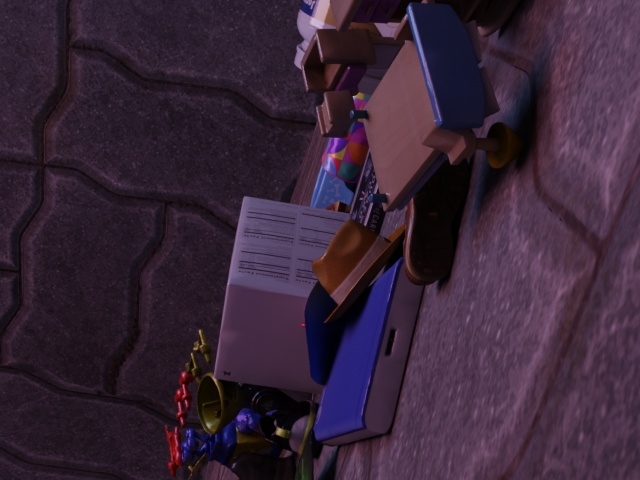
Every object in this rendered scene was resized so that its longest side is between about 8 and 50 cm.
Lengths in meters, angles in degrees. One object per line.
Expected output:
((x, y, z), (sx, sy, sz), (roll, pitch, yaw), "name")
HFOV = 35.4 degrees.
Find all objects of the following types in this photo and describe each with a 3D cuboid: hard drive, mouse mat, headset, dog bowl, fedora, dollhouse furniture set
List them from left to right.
((-0.152, 0.348, 2.025), (0.243, 0.185, 0.394), (116, 152, -60), "headset")
((-0.024, 0.383, 1.430), (0.152, 0.007, 0.189), (106, 166, -47), "mouse mat")
((0.050, -0.175, 2.145), (0.166, 0.074, 0.297), (-102, 29, -77), "dog bowl")
((0.041, 0.028, 1.404), (0.194, 0.079, 0.194), (-51, 0, 0), "fedora")
((0.058, 0.158, 1.324), (0.318, 0.040, 0.210), (126, 159, -72), "hard drive")
((0.135, -0.155, 1.107), (0.286, 0.198, 0.303), (123, 140, -57), "dollhouse furniture set")

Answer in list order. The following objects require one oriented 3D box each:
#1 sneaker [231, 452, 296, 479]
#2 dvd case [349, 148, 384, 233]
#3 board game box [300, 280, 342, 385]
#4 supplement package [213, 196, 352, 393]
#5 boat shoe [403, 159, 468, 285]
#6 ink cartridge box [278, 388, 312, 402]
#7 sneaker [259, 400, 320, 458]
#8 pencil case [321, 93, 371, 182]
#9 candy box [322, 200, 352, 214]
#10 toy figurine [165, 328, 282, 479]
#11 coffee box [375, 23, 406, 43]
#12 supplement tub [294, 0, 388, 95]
((-0.134, 0.493, 1.746), (0.109, 0.130, 0.286), (-117, 42, -78), "sneaker")
((0.087, -0.072, 1.746), (0.238, 0.030, 0.179), (-116, 43, -82), "dvd case")
((0.001, 0.130, 1.487), (0.133, 0.033, 0.168), (-29, -63, -56), "board game box")
((-0.059, 0.089, 1.685), (0.262, 0.198, 0.199), (-87, 8, -57), "supplement package")
((0.123, -0.033, 1.139), (0.060, 0.064, 0.178), (129, 155, -69), "boat shoe")
((-0.086, 0.182, 1.862), (0.066, 0.189, 0.232), (-31, 33, 39), "ink cartridge box")
((-0.053, 0.301, 1.669), (0.235, 0.097, 0.084), (147, 140, -81), "sneaker")
((0.075, -0.231, 1.955), (0.104, 0.104, 0.236), (-100, 26, -77), "pencil case")
((0.000, 0.000, 1.980), (0.187, 0.053, 0.109), (-26, 46, 59), "candy box")
((-0.139, 0.324, 1.814), (0.362, 0.217, 0.191), (113, 151, -42), "toy figurine")
((0.155, -0.382, 1.374), (0.141, 0.098, 0.246), (61, 151, 24), "coffee box")
((0.091, -0.424, 1.711), (0.228, 0.228, 0.316), (-91, 19, -71), "supplement tub")
